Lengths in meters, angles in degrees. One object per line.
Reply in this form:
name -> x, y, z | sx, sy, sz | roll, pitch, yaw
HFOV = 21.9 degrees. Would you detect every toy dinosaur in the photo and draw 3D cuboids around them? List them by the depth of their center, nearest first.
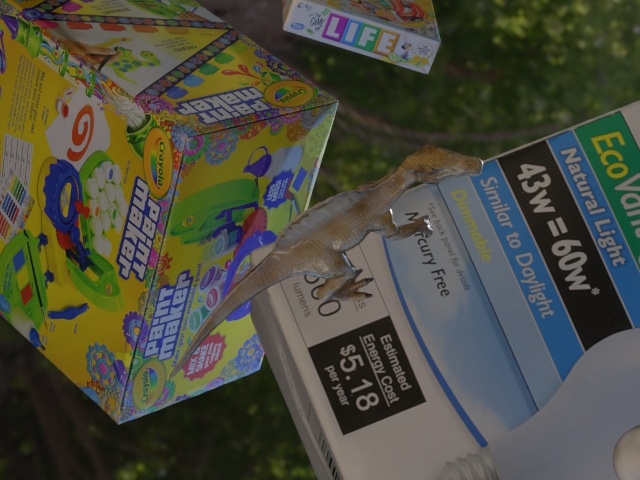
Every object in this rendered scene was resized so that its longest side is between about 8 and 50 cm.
toy dinosaur -> 0.000, 0.000, 0.824 | 0.183, 0.053, 0.092 | -36, 162, 12

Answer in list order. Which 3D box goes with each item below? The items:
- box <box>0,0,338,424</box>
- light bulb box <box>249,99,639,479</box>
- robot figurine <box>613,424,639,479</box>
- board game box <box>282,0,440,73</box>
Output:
box -> -0.172, -0.050, 1.452 | 0.177, 0.279, 0.290 | -18, 136, -44
light bulb box -> 0.173, 0.126, 1.290 | 0.361, 0.358, 0.225 | -22, 168, -8
robot figurine -> 0.310, 0.135, 0.892 | 0.300, 0.199, 0.353 | 4, -168, 43
board game box -> 0.025, -0.173, 1.153 | 0.154, 0.103, 0.026 | -94, -158, -59
